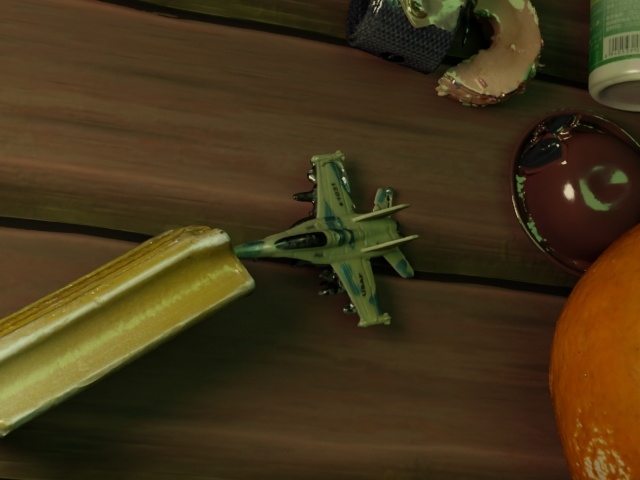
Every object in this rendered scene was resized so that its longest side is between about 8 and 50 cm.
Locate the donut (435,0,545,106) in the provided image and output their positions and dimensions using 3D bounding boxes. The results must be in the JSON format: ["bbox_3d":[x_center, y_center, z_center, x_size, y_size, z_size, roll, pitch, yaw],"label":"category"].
[{"bbox_3d":[0.194,-0.215,1.655,0.117,0.065,0.166,25,72,-13],"label":"donut"}]

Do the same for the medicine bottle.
[{"bbox_3d":[0.376,-0.295,1.705,0.133,0.133,0.274,8,77,-19],"label":"medicine bottle"}]

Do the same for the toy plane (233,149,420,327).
[{"bbox_3d":[-0.007,0.003,1.513,0.262,0.088,0.192,-8,79,-37],"label":"toy plane"}]

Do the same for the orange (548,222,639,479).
[{"bbox_3d":[0.431,0.167,1.527,0.424,0.326,0.424,17,57,-28],"label":"orange"}]

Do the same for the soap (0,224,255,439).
[{"bbox_3d":[-0.213,0.079,1.381,0.274,0.173,0.089,-30,99,-23],"label":"soap"}]

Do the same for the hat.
[{"bbox_3d":[0.307,-0.055,1.652,0.205,0.089,0.205,4,77,-19],"label":"hat"}]

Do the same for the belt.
[{"bbox_3d":[0.112,-0.295,1.600,0.126,0.139,0.230,19,71,-15],"label":"belt"}]
